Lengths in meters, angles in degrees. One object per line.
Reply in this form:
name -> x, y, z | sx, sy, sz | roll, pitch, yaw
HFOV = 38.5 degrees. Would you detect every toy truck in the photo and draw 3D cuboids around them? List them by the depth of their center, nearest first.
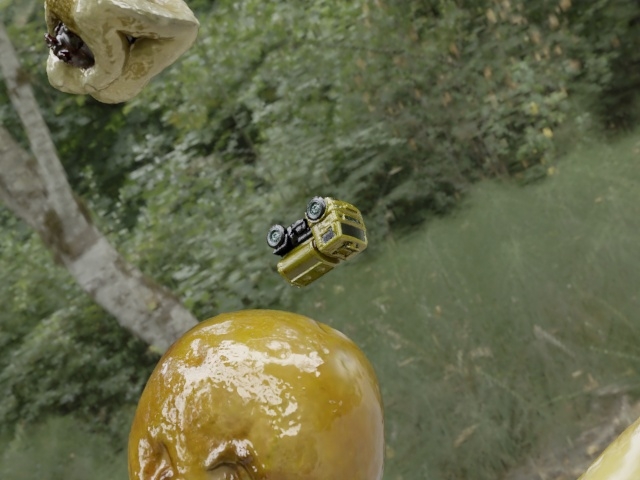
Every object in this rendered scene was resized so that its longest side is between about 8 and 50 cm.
toy truck -> 0.000, 0.000, 0.804 | 0.083, 0.054, 0.049 | -34, -33, 29

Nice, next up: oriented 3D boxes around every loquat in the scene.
loquat -> -0.052, 0.209, 0.950 | 0.276, 0.276, 0.284 | -25, -15, 16

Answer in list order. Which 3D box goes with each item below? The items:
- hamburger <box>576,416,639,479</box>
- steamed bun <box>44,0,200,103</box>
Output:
hamburger -> 0.246, 0.200, 0.493 | 0.261, 0.186, 0.303 | 16, -58, -42
steamed bun -> -0.253, -0.236, 1.080 | 0.172, 0.141, 0.155 | 0, -49, -49
